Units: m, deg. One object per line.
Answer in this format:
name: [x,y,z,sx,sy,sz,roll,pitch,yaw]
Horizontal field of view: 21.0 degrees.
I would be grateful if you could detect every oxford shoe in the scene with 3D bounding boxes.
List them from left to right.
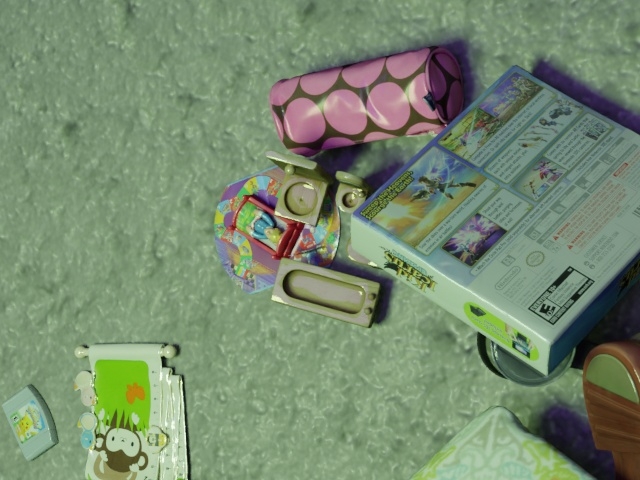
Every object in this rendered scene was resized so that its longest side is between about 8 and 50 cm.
oxford shoe: [0.357,0.250,1.674,0.123,0.130,0.348,11,116,57]

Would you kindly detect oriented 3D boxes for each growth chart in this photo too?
growth chart: [-0.223,0.233,2.061,0.172,0.021,0.237,-12,82,30]

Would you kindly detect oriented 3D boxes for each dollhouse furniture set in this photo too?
dollhouse furniture set: [0.000,0.000,1.859,0.144,0.123,0.151,15,86,10]

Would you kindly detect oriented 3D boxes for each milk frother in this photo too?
milk frother: [0.225,0.071,1.743,0.129,0.135,0.143,-5,89,-2]

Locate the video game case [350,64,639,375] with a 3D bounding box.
video game case: [0.207,-0.028,1.707,0.244,0.061,0.269,34,60,25]

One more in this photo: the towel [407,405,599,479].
towel: [0.169,0.354,1.605,0.320,0.090,0.374,-38,45,-15]

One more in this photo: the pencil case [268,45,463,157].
pencil case: [0.049,-0.146,1.881,0.209,0.095,0.098,-8,100,31]

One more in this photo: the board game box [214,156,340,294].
board game box: [-0.059,-0.018,1.968,0.168,0.033,0.133,-19,79,27]

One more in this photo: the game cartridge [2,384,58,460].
game cartridge: [-0.359,0.224,2.141,0.056,0.017,0.083,-35,72,20]
